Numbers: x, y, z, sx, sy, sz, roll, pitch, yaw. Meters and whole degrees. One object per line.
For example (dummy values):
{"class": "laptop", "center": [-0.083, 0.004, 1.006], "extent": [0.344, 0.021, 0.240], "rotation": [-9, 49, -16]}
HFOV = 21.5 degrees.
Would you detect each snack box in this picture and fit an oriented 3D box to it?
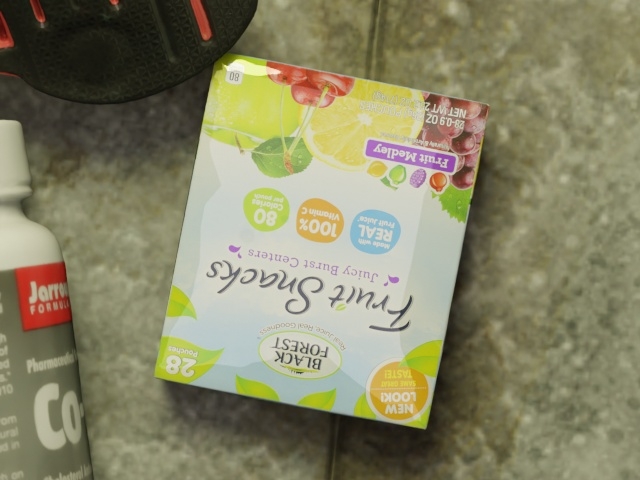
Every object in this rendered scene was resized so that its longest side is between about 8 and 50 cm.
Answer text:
{"class": "snack box", "center": [0.000, 0.000, 1.054], "extent": [0.174, 0.070, 0.207], "rotation": [10, 92, -2]}

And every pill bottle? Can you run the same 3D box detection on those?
{"class": "pill bottle", "center": [-0.225, 0.076, 0.999], "extent": [0.161, 0.161, 0.283], "rotation": [-8, 91, -2]}

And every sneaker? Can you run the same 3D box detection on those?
{"class": "sneaker", "center": [-0.195, -0.158, 1.010], "extent": [0.314, 0.136, 0.116], "rotation": [-7, 132, 1]}
